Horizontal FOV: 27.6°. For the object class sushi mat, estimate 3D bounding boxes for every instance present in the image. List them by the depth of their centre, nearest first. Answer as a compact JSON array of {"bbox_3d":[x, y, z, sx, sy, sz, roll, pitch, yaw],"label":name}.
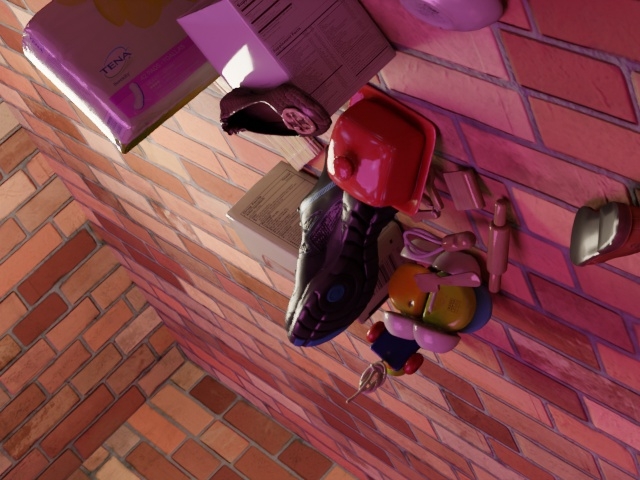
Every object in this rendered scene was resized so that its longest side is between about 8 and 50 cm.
[{"bbox_3d":[-0.126,-0.246,2.185,0.316,0.019,0.151,46,164,-3],"label":"sushi mat"}]

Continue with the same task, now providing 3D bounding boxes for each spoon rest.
[{"bbox_3d":[0.084,-0.316,1.428,0.276,0.084,0.137,29,173,-16],"label":"spoon rest"}]

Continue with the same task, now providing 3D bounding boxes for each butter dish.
[{"bbox_3d":[0.064,-0.115,1.822,0.160,0.118,0.159,35,132,29],"label":"butter dish"}]

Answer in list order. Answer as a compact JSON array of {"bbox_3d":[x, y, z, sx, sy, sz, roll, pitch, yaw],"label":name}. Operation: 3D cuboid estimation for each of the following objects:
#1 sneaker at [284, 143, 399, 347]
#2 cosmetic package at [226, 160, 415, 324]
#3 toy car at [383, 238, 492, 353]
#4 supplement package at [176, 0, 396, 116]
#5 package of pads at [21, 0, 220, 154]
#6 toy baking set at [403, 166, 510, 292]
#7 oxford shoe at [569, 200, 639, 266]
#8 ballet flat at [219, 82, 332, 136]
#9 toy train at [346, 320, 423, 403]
[{"bbox_3d":[0.022,0.006,2.031,0.125,0.340,0.140,7,-156,-43],"label":"sneaker"},{"bbox_3d":[0.000,0.000,2.233,0.296,0.153,0.129,32,160,39],"label":"cosmetic package"},{"bbox_3d":[0.195,0.092,2.048,0.136,0.159,0.182,15,-177,-37],"label":"toy car"},{"bbox_3d":[-0.047,-0.271,1.729,0.203,0.149,0.194,51,161,-18],"label":"supplement package"},{"bbox_3d":[-0.255,-0.302,1.889,0.229,0.296,0.101,44,154,6],"label":"package of pads"},{"bbox_3d":[0.193,-0.010,1.881,0.197,0.030,0.256,28,138,37],"label":"toy baking set"},{"bbox_3d":[0.353,-0.003,1.569,0.076,0.076,0.212,7,177,-8],"label":"oxford shoe"},{"bbox_3d":[-0.067,-0.159,1.680,0.084,0.058,0.250,53,160,-27],"label":"ballet flat"},{"bbox_3d":[0.126,0.202,2.246,0.105,0.248,0.143,40,166,16],"label":"toy train"}]
